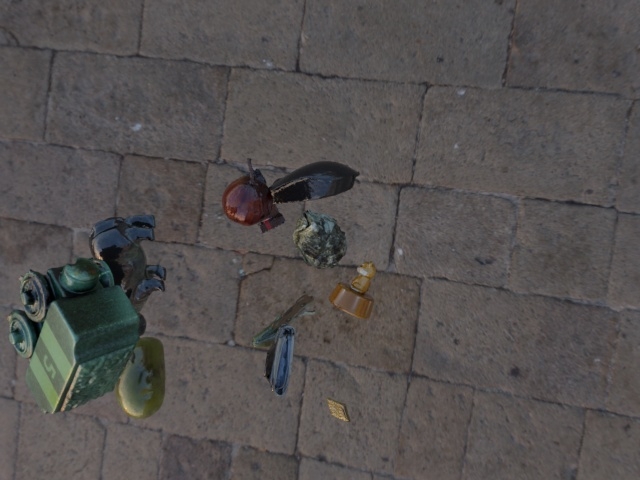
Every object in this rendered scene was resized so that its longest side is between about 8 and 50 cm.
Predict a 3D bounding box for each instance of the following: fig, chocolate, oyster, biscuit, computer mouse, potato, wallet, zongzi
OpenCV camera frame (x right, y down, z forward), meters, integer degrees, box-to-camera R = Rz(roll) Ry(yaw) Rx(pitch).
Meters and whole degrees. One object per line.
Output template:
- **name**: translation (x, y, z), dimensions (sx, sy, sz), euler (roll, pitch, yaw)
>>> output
- **fig**: translation (-0.169, -0.109, 1.159), dimensions (0.128, 0.128, 0.150), euler (32, 92, 6)
- **chocolate**: translation (-0.173, -0.113, 1.381), dimensions (0.086, 0.028, 0.183), euler (-31, 113, -7)
- **oyster**: translation (-0.001, -0.005, 1.577), dimensions (0.158, 0.351, 0.162), euler (-7, 70, 13)
- **biscuit**: translation (0.062, 0.585, 1.647), dimensions (0.081, 0.018, 0.083), euler (5, 122, 39)
- **computer mouse**: translation (-0.043, -0.157, 1.264), dimensions (0.295, 0.168, 0.087), euler (-7, 105, 27)
- **potato**: translation (-0.582, 0.431, 1.546), dimensions (0.160, 0.111, 0.272), euler (3, 61, -22)
- **wallet**: translation (-0.111, 0.306, 1.264), dimensions (0.069, 0.231, 0.170), euler (13, 82, -9)
- **zongzi**: translation (-0.177, 0.297, 1.586), dimensions (0.103, 0.052, 0.114), euler (4, 81, -24)

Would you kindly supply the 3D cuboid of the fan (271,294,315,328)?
- **fan**: translation (-0.064, 0.230, 1.519), dimensions (0.152, 0.226, 0.008), euler (-46, 68, 7)

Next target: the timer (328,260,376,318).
- **timer**: translation (0.112, 0.129, 1.370), dimensions (0.132, 0.132, 0.152), euler (26, 96, 7)

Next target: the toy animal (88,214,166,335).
- **toy animal**: translation (-0.443, 0.106, 1.090), dimensions (0.168, 0.106, 0.343), euler (6, 115, -19)

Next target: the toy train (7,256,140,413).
- **toy train**: translation (-0.470, 0.176, 0.914), dimensions (0.238, 0.166, 0.299), euler (50, 125, 19)
